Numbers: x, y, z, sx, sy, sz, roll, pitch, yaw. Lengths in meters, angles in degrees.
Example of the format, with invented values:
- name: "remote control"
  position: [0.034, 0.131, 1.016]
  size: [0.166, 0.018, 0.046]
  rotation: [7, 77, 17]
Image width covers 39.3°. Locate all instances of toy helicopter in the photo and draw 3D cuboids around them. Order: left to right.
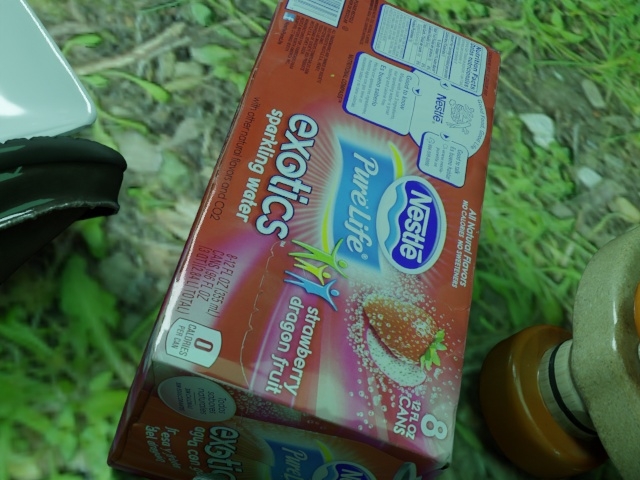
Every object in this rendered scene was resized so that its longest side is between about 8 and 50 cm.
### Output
- name: "toy helicopter"
  position: [0.266, 0.145, 0.491]
  size: [0.235, 0.140, 0.355]
  rotation: [-23, 79, -42]

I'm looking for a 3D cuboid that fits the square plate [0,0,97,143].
- name: "square plate"
  position: [-0.347, -0.130, 0.449]
  size: [0.344, 0.049, 0.347]
  rotation: [-24, 69, -34]

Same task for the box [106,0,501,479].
- name: "box"
  position: [0.000, 0.000, 0.456]
  size: [0.128, 0.122, 0.257]
  rotation: [20, 52, -8]

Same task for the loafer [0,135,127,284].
- name: "loafer"
  position: [-0.187, 0.015, 0.408]
  size: [0.220, 0.080, 0.078]
  rotation: [-23, 91, -23]

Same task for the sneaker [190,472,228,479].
- name: "sneaker"
  position: [0.032, 0.217, 0.360]
  size: [0.281, 0.105, 0.115]
  rotation: [37, 82, 1]
